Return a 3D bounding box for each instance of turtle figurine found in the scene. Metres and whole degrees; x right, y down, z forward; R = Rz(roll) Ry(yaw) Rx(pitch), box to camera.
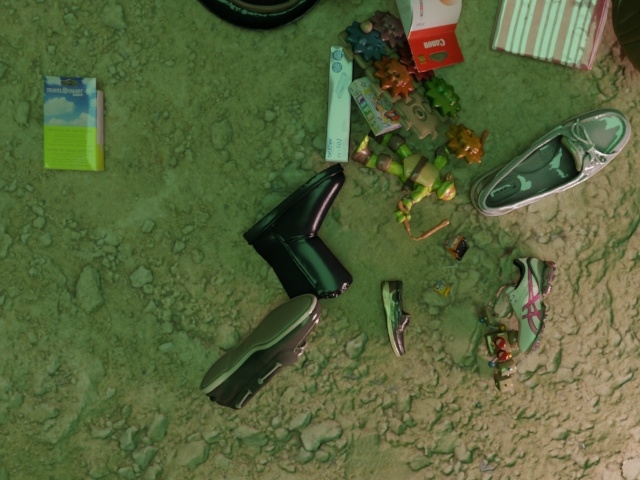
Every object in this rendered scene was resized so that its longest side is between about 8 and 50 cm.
[{"bbox_3d":[0.181,-0.145,1.325,0.217,0.087,0.269,36,75,2],"label":"turtle figurine"}]

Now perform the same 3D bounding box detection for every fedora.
[{"bbox_3d":[-0.128,-0.551,1.257,0.334,0.152,0.333,0,97,3],"label":"fedora"}]

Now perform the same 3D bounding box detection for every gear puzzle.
[{"bbox_3d":[0.182,-0.272,1.265,0.339,0.175,0.044,52,139,0],"label":"gear puzzle"}]

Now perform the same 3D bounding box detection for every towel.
[{"bbox_3d":[0.425,-0.407,1.309,0.197,0.029,0.144,13,98,4],"label":"towel"}]

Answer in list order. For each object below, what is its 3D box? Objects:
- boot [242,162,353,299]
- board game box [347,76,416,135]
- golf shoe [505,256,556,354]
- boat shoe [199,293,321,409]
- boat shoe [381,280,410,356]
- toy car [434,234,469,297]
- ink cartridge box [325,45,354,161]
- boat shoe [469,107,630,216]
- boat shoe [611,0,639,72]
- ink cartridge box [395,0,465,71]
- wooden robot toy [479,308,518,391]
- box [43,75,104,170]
[{"bbox_3d":[0.000,0.000,1.346,0.246,0.094,0.207,-39,90,14],"label":"boot"},{"bbox_3d":[0.133,-0.258,1.284,0.154,0.026,0.103,-26,84,-38],"label":"board game box"},{"bbox_3d":[0.394,0.124,1.351,0.086,0.067,0.186,11,80,8],"label":"golf shoe"},{"bbox_3d":[-0.097,0.219,1.352,0.095,0.112,0.335,40,120,-19],"label":"boat shoe"},{"bbox_3d":[0.152,0.152,1.378,0.049,0.056,0.152,-10,96,10],"label":"boat shoe"},{"bbox_3d":[0.244,0.045,1.362,0.041,0.060,0.122,27,92,32],"label":"toy car"},{"bbox_3d":[0.037,-0.251,1.313,0.046,0.097,0.207,3,97,3],"label":"ink cartridge box"},{"bbox_3d":[0.430,-0.141,1.301,0.321,0.103,0.118,-27,95,6],"label":"boat shoe"},{"bbox_3d":[0.571,-0.447,1.243,0.123,0.123,0.341,-24,84,37],"label":"boat shoe"},{"bbox_3d":[0.206,-0.405,1.268,0.145,0.045,0.179,-23,95,-39],"label":"ink cartridge box"},{"bbox_3d":[0.368,0.207,1.369,0.079,0.076,0.173,-14,97,-6],"label":"wooden robot toy"},{"bbox_3d":[-0.481,-0.227,1.372,0.109,0.042,0.178,3,97,2],"label":"box"}]
